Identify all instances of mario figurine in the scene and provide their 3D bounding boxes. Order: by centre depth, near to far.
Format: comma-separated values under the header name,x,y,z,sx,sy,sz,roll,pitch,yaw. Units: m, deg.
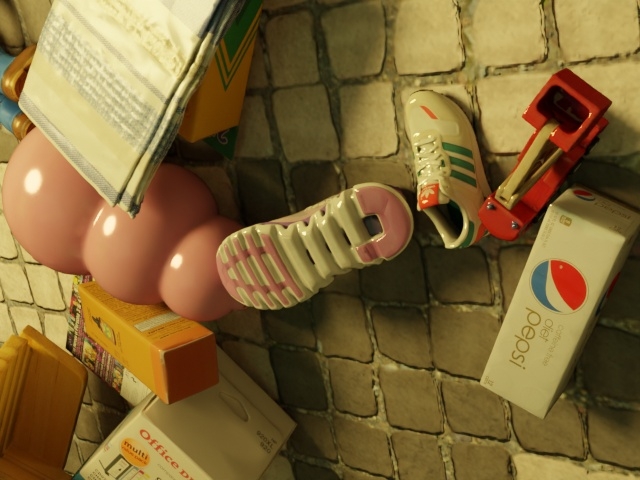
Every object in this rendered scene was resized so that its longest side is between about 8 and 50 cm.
name,x,y,z,sx,sy,sz,roll,pitch,yaw
mario figurine,-0.463,-0.258,1.157,0.320,0.170,0.198,28,102,24

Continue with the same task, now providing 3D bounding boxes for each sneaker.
name,x,y,z,sx,sy,sz,roll,pitch,yaw
sneaker,0.118,-0.066,0.818,0.057,0.075,0.161,-16,101,41
sneaker,0.000,0.000,0.904,0.236,0.104,0.095,-21,99,24

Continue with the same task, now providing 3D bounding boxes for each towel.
name,x,y,z,sx,sy,sz,roll,pitch,yaw
towel,-0.204,-0.190,0.870,0.209,0.034,0.285,43,120,18

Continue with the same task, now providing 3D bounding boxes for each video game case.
name,x,y,z,sx,sy,sz,roll,pitch,yaw
video game case,-0.280,0.125,1.233,0.210,0.041,0.232,32,127,21

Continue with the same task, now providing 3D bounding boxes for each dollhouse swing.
name,x,y,z,sx,sy,sz,roll,pitch,yaw
dollhouse swing,-0.353,0.355,1.174,0.304,0.347,0.315,19,110,-4

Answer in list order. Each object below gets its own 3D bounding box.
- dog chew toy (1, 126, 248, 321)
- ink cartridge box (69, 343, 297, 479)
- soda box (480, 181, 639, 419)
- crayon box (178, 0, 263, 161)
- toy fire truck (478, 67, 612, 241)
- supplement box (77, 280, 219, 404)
name,x,y,z,sx,sy,sz,roll,pitch,yaw
dog chew toy,-0.218,-0.019,1.025,0.331,0.206,0.207,30,126,13
ink cartridge box,-0.185,0.283,1.123,0.171,0.168,0.232,44,127,-3
soda box,0.225,0.059,0.799,0.073,0.069,0.216,29,126,23
crayon box,-0.165,-0.254,0.922,0.203,0.083,0.323,36,132,24
toy fire truck,0.187,-0.065,0.726,0.047,0.135,0.192,41,129,15
supplement box,-0.222,0.116,1.066,0.233,0.080,0.078,24,125,45
